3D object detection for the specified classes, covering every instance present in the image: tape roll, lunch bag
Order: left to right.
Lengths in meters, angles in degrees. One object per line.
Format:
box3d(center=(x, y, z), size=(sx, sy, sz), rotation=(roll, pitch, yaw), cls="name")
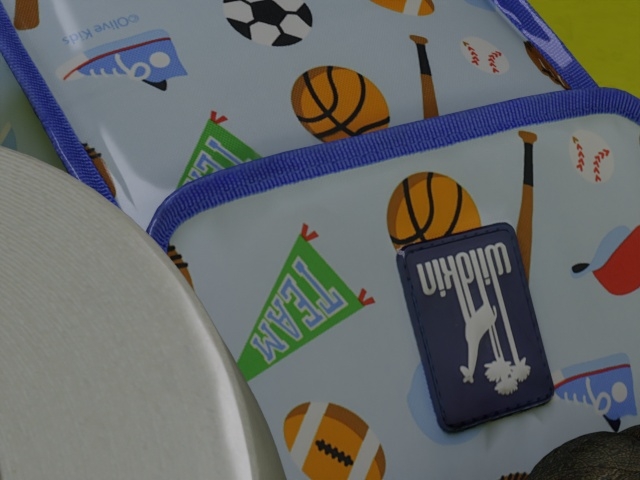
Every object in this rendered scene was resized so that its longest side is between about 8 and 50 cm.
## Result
box3d(center=(-0.200, 0.135, 0.559), size=(0.392, 0.072, 0.392), rotation=(-6, 58, 10), cls="tape roll")
box3d(center=(0.000, 0.000, 0.816), size=(0.328, 0.239, 0.385), rotation=(-14, 56, -29), cls="lunch bag")

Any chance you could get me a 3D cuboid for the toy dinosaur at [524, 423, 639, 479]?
box3d(center=(0.146, 0.119, 0.658), size=(0.313, 0.121, 0.160), rotation=(-19, 20, -29), cls="toy dinosaur")
